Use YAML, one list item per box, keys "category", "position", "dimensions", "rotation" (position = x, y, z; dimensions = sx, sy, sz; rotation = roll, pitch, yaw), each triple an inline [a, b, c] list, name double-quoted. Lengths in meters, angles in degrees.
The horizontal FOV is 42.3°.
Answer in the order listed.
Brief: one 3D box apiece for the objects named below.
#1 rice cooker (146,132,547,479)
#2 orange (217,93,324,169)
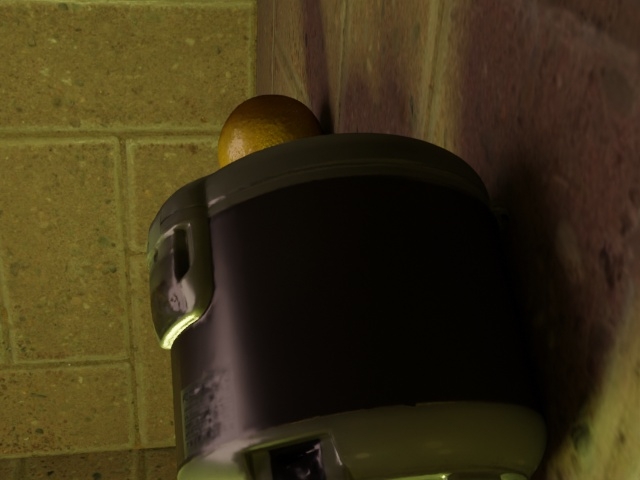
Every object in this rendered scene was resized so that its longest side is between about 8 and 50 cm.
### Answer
- category: "rice cooker"
  position: [0.015, 0.082, 0.748]
  dimensions: [0.335, 0.335, 0.325]
  rotation: [107, 157, -63]
- category: "orange"
  position: [-0.096, -0.176, 1.655]
  dimensions: [0.236, 0.236, 0.236]
  rotation: [178, 90, -80]
